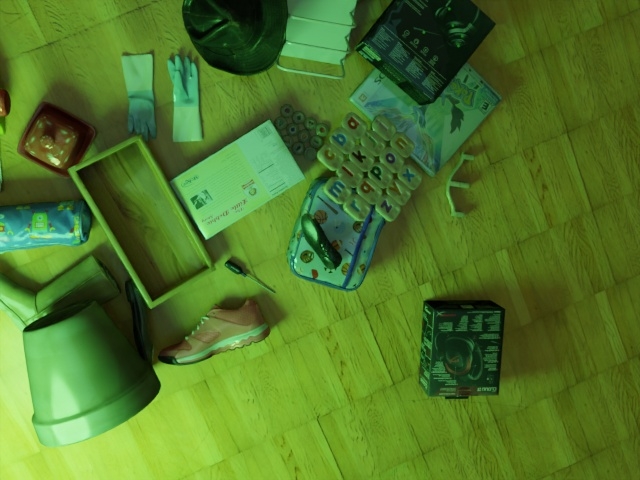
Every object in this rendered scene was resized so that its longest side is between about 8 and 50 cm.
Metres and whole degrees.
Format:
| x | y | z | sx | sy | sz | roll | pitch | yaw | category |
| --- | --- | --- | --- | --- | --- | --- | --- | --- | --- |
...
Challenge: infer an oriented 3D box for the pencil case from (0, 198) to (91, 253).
| x | y | z | sx | sy | sz | roll | pitch | yaw | category |
| --- | --- | --- | --- | --- | --- | --- | --- | --- | --- |
| -0.750 | -0.033 | 1.738 | 0.306 | 0.119 | 0.133 | -6 | 78 | -7 | pencil case |

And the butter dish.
| x | y | z | sx | sy | sz | roll | pitch | yaw | category |
| --- | --- | --- | --- | --- | --- | --- | --- | --- | --- |
| -0.684 | -0.255 | 1.713 | 0.160 | 0.118 | 0.160 | 29 | 93 | -11 | butter dish |

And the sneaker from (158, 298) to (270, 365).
| x | y | z | sx | sy | sz | roll | pitch | yaw | category |
| --- | --- | --- | --- | --- | --- | --- | --- | --- | --- |
| -0.305 | 0.250 | 1.868 | 0.313 | 0.116 | 0.136 | -17 | 91 | -12 | sneaker |

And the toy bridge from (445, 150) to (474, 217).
| x | y | z | sx | sy | sz | roll | pitch | yaw | category |
| --- | --- | --- | --- | --- | --- | --- | --- | --- | --- |
| 0.395 | -0.162 | 1.928 | 0.063 | 0.026 | 0.188 | 7 | 98 | -8 | toy bridge |

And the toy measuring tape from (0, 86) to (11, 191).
| x | y | z | sx | sy | sz | roll | pitch | yaw | category |
| --- | --- | --- | --- | --- | --- | --- | --- | --- | --- |
| -0.842 | -0.283 | 1.689 | 0.121 | 0.121 | 0.330 | 1 | 99 | -8 | toy measuring tape |

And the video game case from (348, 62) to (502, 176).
| x | y | z | sx | sy | sz | roll | pitch | yaw | category |
| --- | --- | --- | --- | --- | --- | --- | --- | --- | --- |
| 0.294 | -0.395 | 1.871 | 0.329 | 0.036 | 0.300 | 41 | 92 | -12 | video game case |

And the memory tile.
| x | y | z | sx | sy | sz | roll | pitch | yaw | category |
| --- | --- | --- | --- | --- | --- | --- | --- | --- | --- |
| -0.060 | -0.296 | 1.849 | 0.148 | 0.012 | 0.113 | 26 | 95 | -12 | memory tile |

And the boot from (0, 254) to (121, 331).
| x | y | z | sx | sy | sz | roll | pitch | yaw | category |
| --- | --- | --- | --- | --- | --- | --- | --- | --- | --- |
| -0.712 | 0.116 | 1.790 | 0.269 | 0.089 | 0.236 | -32 | 115 | -1 | boot |

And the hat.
| x | y | z | sx | sy | sz | roll | pitch | yaw | category |
| --- | --- | --- | --- | --- | --- | --- | --- | --- | --- |
| -0.242 | -0.555 | 1.639 | 0.331 | 0.134 | 0.332 | 11 | 111 | 30 | hat |

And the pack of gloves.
| x | y | z | sx | sy | sz | roll | pitch | yaw | category |
| --- | --- | --- | --- | --- | --- | --- | --- | --- | --- |
| -0.417 | -0.375 | 1.769 | 0.195 | 0.046 | 0.232 | -4 | 100 | -8 | pack of gloves |

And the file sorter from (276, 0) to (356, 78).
| x | y | z | sx | sy | sz | roll | pitch | yaw | category |
| --- | --- | --- | --- | --- | --- | --- | --- | --- | --- |
| -0.003 | -0.570 | 1.683 | 0.192 | 0.173 | 0.278 | 7 | 120 | -8 | file sorter |

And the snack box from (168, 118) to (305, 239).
| x | y | z | sx | sy | sz | roll | pitch | yaw | category |
| --- | --- | --- | --- | --- | --- | --- | --- | --- | --- |
| -0.224 | -0.165 | 1.818 | 0.321 | 0.060 | 0.187 | -31 | 102 | 0 | snack box |

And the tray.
| x | y | z | sx | sy | sz | roll | pitch | yaw | category |
| --- | --- | --- | --- | --- | --- | --- | --- | --- | --- |
| -0.466 | -0.051 | 1.771 | 0.202 | 0.076 | 0.411 | -32 | 103 | -19 | tray |

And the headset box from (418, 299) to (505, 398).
| x | y | z | sx | sy | sz | roll | pitch | yaw | category |
| --- | --- | --- | --- | --- | --- | --- | --- | --- | --- |
| 0.409 | 0.328 | 1.966 | 0.218 | 0.110 | 0.293 | 0 | 99 | -8 | headset box |

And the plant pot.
| x | y | z | sx | sy | sz | roll | pitch | yaw | category |
| --- | --- | --- | --- | --- | --- | --- | --- | --- | --- |
| -0.612 | 0.315 | 1.711 | 0.323 | 0.323 | 0.281 | -21 | 102 | -4 | plant pot |

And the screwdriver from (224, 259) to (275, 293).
| x | y | z | sx | sy | sz | roll | pitch | yaw | category |
| --- | --- | --- | --- | --- | --- | --- | --- | --- | --- |
| -0.199 | 0.109 | 1.891 | 0.170 | 0.024 | 0.025 | 38 | 63 | -14 | screwdriver |

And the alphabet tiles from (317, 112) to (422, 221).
| x | y | z | sx | sy | sz | roll | pitch | yaw | category |
| --- | --- | --- | --- | --- | --- | --- | --- | --- | --- |
| 0.134 | -0.197 | 1.807 | 0.278 | 0.021 | 0.284 | 40 | 72 | -12 | alphabet tiles |

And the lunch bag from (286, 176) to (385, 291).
| x | y | z | sx | sy | sz | roll | pitch | yaw | category |
| --- | --- | --- | --- | --- | --- | --- | --- | --- | --- |
| 0.052 | -0.022 | 1.861 | 0.243 | 0.115 | 0.304 | 18 | 97 | -13 | lunch bag |

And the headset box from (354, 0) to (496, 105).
| x | y | z | sx | sy | sz | roll | pitch | yaw | category |
| --- | --- | --- | --- | --- | --- | --- | --- | --- | --- |
| 0.277 | -0.543 | 1.761 | 0.246 | 0.131 | 0.283 | 37 | 92 | -11 | headset box |

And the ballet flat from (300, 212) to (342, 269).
| x | y | z | sx | sy | sz | roll | pitch | yaw | category |
| --- | --- | --- | --- | --- | --- | --- | --- | --- | --- |
| 0.000 | 0.000 | 1.781 | 0.057 | 0.049 | 0.173 | -17 | 111 | 39 | ballet flat |

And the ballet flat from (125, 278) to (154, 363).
| x | y | z | sx | sy | sz | roll | pitch | yaw | category |
| --- | --- | --- | --- | --- | --- | --- | --- | --- | --- |
| -0.486 | 0.224 | 1.847 | 0.058 | 0.084 | 0.250 | -13 | 98 | -30 | ballet flat |
